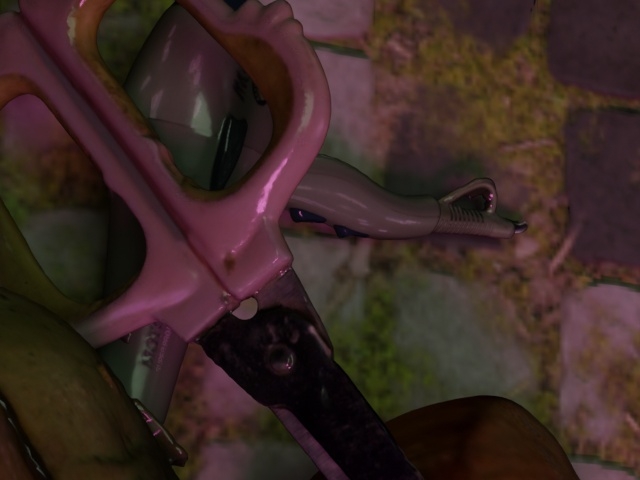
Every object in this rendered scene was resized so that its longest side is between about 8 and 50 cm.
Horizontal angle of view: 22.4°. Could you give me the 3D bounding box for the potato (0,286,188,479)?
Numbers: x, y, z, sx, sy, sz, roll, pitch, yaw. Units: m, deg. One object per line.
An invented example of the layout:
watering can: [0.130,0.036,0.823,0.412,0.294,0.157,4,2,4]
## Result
potato: [-0.082,0.126,0.545,0.111,0.160,0.272,-22,88,-51]

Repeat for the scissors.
scissors: [-0.029,0.022,0.565,0.160,0.024,0.317,-41,74,12]

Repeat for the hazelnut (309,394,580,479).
hazelnut: [0.050,0.141,0.610,0.150,0.150,0.150,5,77,-24]

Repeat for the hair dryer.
hair dryer: [-0.014,0.014,0.655,0.199,0.067,0.167,33,76,-31]
